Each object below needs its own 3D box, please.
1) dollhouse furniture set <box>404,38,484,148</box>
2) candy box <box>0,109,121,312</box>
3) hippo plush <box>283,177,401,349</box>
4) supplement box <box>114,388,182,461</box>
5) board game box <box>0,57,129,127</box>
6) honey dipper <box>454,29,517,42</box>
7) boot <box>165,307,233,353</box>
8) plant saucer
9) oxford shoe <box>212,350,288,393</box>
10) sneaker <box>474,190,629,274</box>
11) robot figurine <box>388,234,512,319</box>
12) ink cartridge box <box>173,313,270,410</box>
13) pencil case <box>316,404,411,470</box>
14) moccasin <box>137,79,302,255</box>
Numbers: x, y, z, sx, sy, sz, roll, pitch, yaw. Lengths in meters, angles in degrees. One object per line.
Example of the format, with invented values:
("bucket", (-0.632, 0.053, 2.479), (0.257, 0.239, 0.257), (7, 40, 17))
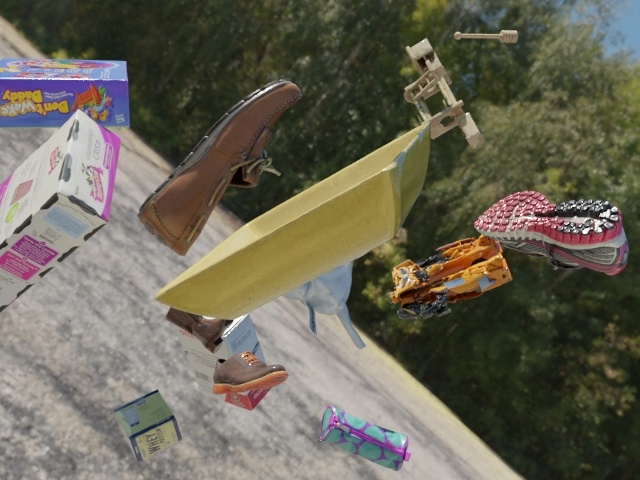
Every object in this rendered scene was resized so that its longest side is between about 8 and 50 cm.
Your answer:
("dollhouse furniture set", (0.223, -0.273, 1.568), (0.161, 0.101, 0.182), (41, 24, -53))
("candy box", (-0.350, -0.031, 0.975), (0.071, 0.233, 0.159), (35, 32, -34))
("hippo plush", (0.000, 0.000, 1.457), (0.234, 0.236, 0.294), (17, 28, -35))
("supplement box", (-0.292, 0.312, 1.341), (0.083, 0.083, 0.056), (42, -32, 47))
("board game box", (-0.456, -0.263, 1.386), (0.233, 0.078, 0.347), (-2, 18, -13))
("honey dipper", (0.404, -0.499, 1.936), (0.160, 0.030, 0.030), (-4, 15, -14))
("boot", (-0.205, 0.124, 1.330), (0.114, 0.106, 0.037), (36, 30, 13))
("plant saucer", (-0.004, -0.017, 1.011), (0.081, 0.332, 0.333), (60, 21, -7))
("oxford shoe", (-0.178, 0.313, 1.906), (0.097, 0.098, 0.271), (5, -16, -43))
("sneaker", (0.395, -0.006, 1.393), (0.299, 0.121, 0.112), (17, -38, 54))
("robot figurine", (0.292, 0.081, 1.868), (0.211, 0.291, 0.085), (-91, 157, -57))
("ink cartridge box", (-0.267, 0.314, 2.183), (0.197, 0.114, 0.273), (10, -50, 35))
("pencil case", (0.073, 0.333, 1.328), (0.151, 0.064, 0.070), (23, -17, -8))
("moccasin", (-0.158, -0.137, 1.432), (0.147, 0.380, 0.139), (42, -20, -10))
